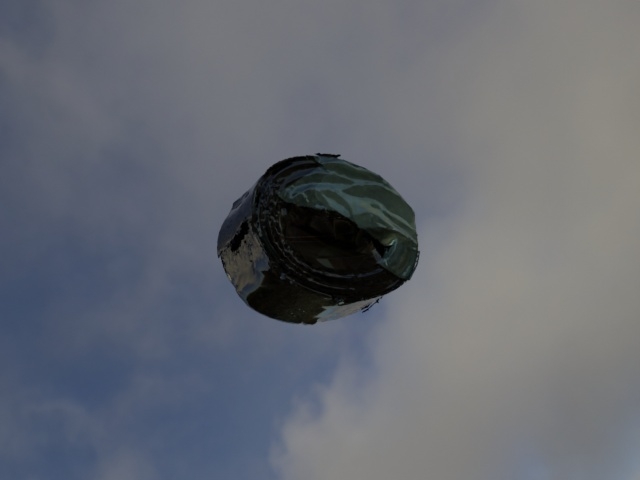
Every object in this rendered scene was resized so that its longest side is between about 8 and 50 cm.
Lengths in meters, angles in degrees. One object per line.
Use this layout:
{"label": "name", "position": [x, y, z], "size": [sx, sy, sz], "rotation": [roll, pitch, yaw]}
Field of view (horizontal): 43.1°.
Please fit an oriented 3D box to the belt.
{"label": "belt", "position": [0.000, 0.000, 0.535], "size": [0.140, 0.105, 0.058], "rotation": [1, -24, -33]}
